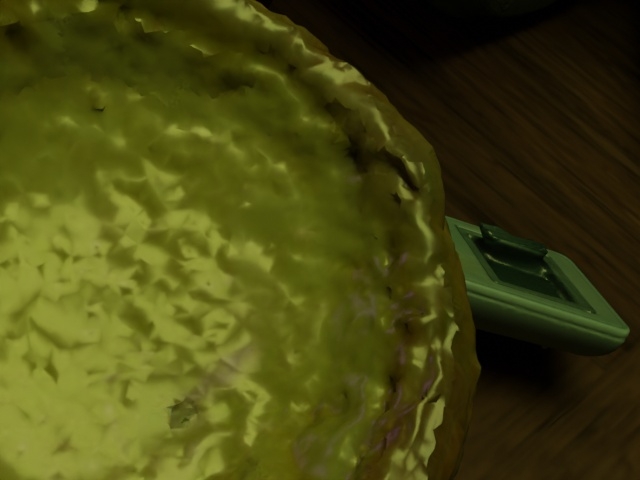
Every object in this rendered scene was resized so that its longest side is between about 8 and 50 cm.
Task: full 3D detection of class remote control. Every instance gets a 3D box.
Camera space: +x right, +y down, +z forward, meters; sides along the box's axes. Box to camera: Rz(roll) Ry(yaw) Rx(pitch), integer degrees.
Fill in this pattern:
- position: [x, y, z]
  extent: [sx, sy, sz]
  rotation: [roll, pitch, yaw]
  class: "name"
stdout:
- position: [0.001, -0.001, 0.613]
  extent: [0.293, 0.051, 0.103]
  rotation: [15, 18, -13]
  class: "remote control"

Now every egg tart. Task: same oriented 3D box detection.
- position: [-0.083, 0.038, 0.457]
  extent: [0.294, 0.123, 0.294]
  rotation: [7, 66, -17]
  class: "egg tart"

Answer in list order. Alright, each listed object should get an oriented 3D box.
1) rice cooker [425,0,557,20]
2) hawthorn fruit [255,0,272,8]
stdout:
- position: [0.089, -0.344, 0.794]
  extent: [0.335, 0.335, 0.325]
  rotation: [-27, 67, -42]
  class: "rice cooker"
- position: [-0.113, -0.198, 0.621]
  extent: [0.307, 0.265, 0.265]
  rotation: [-1, 48, -38]
  class: "hawthorn fruit"
